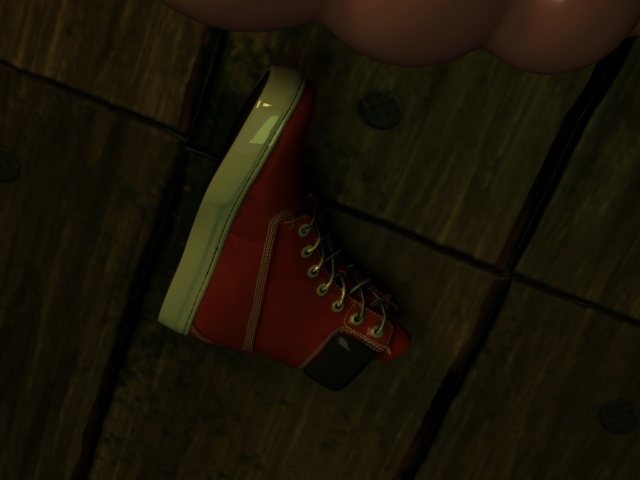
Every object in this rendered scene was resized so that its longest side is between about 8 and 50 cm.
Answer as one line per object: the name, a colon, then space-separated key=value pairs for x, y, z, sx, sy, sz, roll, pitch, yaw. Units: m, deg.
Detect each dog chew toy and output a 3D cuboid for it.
dog chew toy: x=0.042 y=-0.194 z=0.834 sx=0.331 sy=0.207 sz=0.207 roll=19 pitch=124 yaw=-7

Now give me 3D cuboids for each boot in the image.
boot: x=0.000 y=0.000 z=1.025 sx=0.176 sy=0.088 sz=0.244 roll=22 pitch=131 yaw=0
